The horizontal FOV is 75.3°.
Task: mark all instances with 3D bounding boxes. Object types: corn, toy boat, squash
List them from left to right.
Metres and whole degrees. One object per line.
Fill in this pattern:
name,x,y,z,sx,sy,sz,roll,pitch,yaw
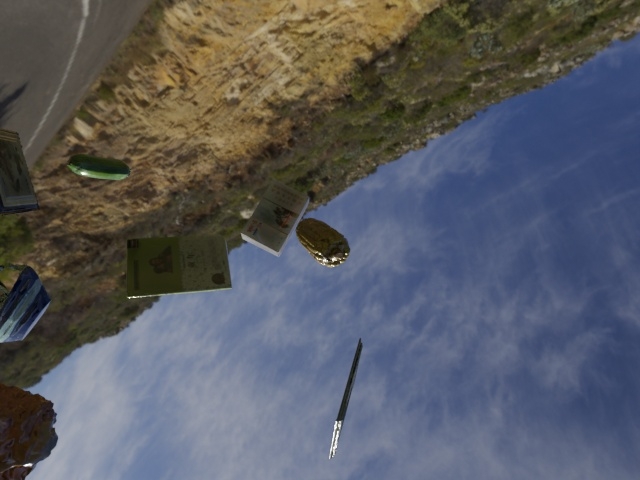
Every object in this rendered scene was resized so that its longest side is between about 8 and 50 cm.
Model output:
toy boat,-0.667,0.080,0.810,0.209,0.292,0.070,-24,-158,4
squash,-0.695,-0.232,1.322,0.077,0.219,0.068,18,-80,19
corn,0.000,0.000,1.089,0.097,0.097,0.261,-49,-153,-1

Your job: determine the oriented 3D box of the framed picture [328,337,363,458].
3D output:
framed picture,0.065,0.400,1.039,0.017,0.275,0.217,14,-131,10

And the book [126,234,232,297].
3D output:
book,-0.499,0.086,1.479,0.035,0.351,0.240,115,-35,-48

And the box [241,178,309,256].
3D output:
box,-0.155,-0.079,1.443,0.233,0.149,0.067,-62,172,-18

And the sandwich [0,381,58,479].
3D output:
sandwich,-0.468,0.231,0.468,0.162,0.300,0.251,120,-32,-58

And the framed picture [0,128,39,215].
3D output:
framed picture,-0.696,-0.158,0.933,0.010,0.196,0.199,-12,-169,-12
